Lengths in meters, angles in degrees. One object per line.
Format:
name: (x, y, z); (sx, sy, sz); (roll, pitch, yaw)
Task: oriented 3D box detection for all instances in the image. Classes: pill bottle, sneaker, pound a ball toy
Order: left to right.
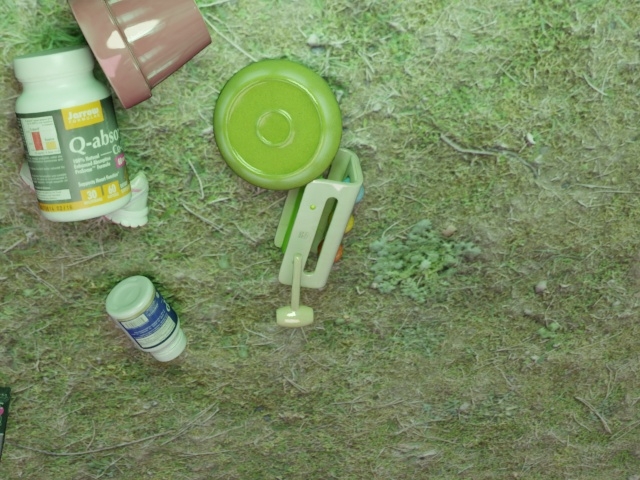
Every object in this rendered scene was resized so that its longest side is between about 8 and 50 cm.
pill bottle: (-0.427, -0.184, 1.582); (0.162, 0.162, 0.278); (-9, 108, -1)
sneaker: (-0.434, -0.115, 1.741); (0.252, 0.103, 0.111); (17, 103, -12)
pill bottle: (-0.368, 0.174, 1.993); (0.112, 0.112, 0.186); (-21, 132, 10)
pound a ball toy: (0.000, 0.000, 1.830); (0.136, 0.208, 0.319); (7, 130, -14)

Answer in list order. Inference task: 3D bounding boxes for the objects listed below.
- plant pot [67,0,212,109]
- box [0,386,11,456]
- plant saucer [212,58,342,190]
plant pot: (-0.285, -0.341, 1.504); (0.180, 0.201, 0.201); (-27, 132, -5)
box: (-0.853, 0.431, 2.128); (0.247, 0.142, 0.163); (9, 129, -16)
plant saucer: (-0.081, -0.205, 1.669); (0.241, 0.037, 0.241); (2, 104, 8)
